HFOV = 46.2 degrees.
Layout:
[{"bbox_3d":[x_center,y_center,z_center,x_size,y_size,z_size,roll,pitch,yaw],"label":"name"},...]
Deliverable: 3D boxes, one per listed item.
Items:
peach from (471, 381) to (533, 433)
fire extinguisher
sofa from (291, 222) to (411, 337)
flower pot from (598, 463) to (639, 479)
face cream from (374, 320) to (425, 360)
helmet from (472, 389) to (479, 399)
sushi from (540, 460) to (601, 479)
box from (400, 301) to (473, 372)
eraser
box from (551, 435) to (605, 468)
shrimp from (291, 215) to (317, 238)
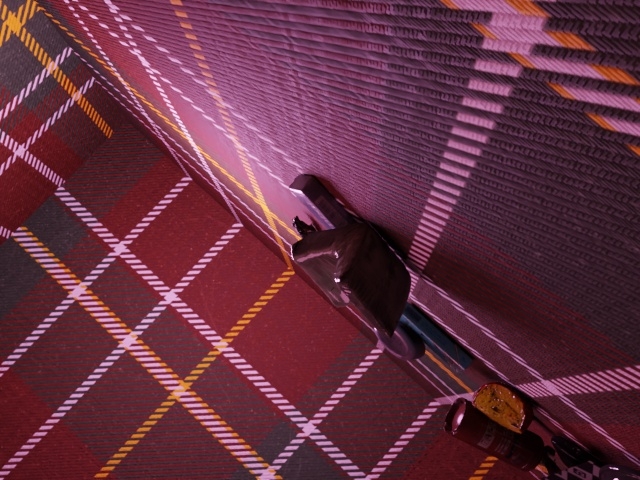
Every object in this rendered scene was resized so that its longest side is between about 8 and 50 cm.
[{"bbox_3d":[0.459,0.407,1.847,0.127,0.092,0.172,38,166,-19],"label":"peach"},{"bbox_3d":[0.491,0.534,1.943,0.336,0.107,0.147,27,-162,-7],"label":"fire extinguisher"},{"bbox_3d":[0.055,0.093,1.631,0.225,0.176,0.210,-10,132,41],"label":"sofa"},{"bbox_3d":[0.641,0.587,1.476,0.269,0.166,0.269,34,162,13],"label":"flower pot"},{"bbox_3d":[0.239,0.282,2.152,0.144,0.071,0.291,45,-172,16],"label":"face cream"},{"bbox_3d":[0.473,0.433,2.025,0.111,0.057,0.089,11,110,36],"label":"helmet"},{"bbox_3d":[0.680,0.582,1.703,0.292,0.059,0.294,34,157,7],"label":"sushi"},{"bbox_3d":[0.303,0.262,2.020,0.229,0.041,0.162,42,174,11],"label":"box"},{"bbox_3d":[0.023,-0.059,1.686,0.212,0.046,0.092,46,171,-20],"label":"eraser"},{"bbox_3d":[0.670,0.575,1.867,0.212,0.042,0.201,33,166,45],"label":"box"},{"bbox_3d":[0.000,0.000,2.138,0.150,0.051,0.217,32,174,41],"label":"shrimp"}]
